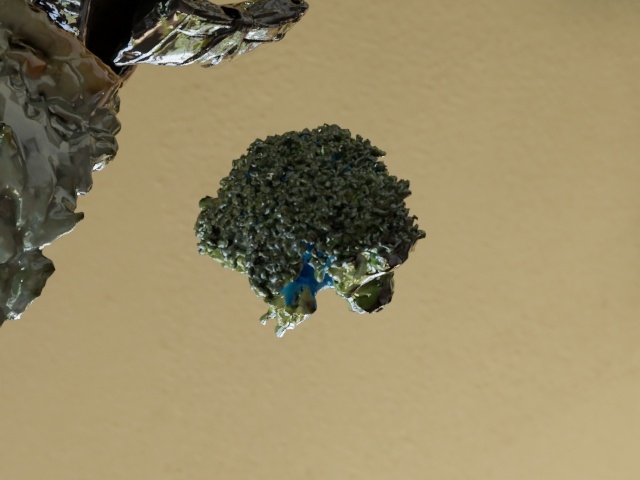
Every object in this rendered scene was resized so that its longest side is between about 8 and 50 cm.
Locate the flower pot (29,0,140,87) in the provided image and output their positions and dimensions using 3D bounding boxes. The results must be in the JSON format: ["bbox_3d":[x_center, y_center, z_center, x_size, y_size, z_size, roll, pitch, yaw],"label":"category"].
[{"bbox_3d":[-0.268,-0.274,1.625,0.266,0.267,0.267,22,-90,-81],"label":"flower pot"}]

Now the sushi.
[{"bbox_3d":[-0.214,-0.001,0.925,0.139,0.184,0.274,39,-84,-16],"label":"sushi"}]

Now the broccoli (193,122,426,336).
[{"bbox_3d":[0.000,0.000,1.312,0.160,0.167,0.154,48,-157,-32],"label":"broccoli"}]

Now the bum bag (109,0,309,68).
[{"bbox_3d":[-0.096,-0.185,1.663,0.232,0.106,0.060,-6,-109,-59],"label":"bum bag"}]
